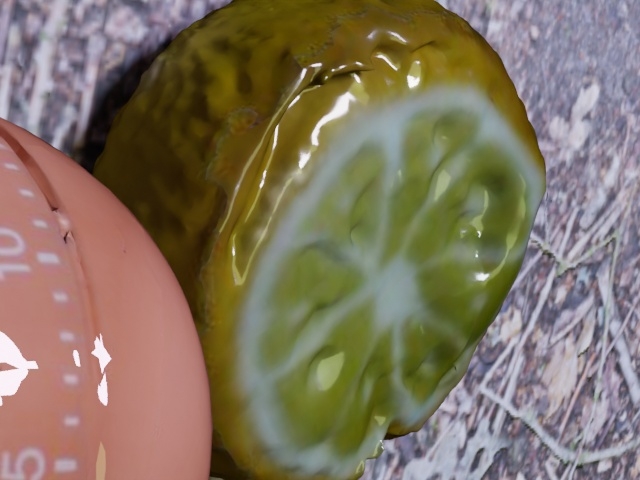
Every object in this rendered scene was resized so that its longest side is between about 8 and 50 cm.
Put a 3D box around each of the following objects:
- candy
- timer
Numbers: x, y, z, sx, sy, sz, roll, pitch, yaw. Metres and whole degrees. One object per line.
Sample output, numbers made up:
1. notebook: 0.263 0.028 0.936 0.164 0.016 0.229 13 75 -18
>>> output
1. candy: 0.000 0.000 0.708 0.260 0.118 0.260 -22 122 -41
2. timer: -0.156 0.064 0.464 0.214 0.229 0.230 6 99 -44
